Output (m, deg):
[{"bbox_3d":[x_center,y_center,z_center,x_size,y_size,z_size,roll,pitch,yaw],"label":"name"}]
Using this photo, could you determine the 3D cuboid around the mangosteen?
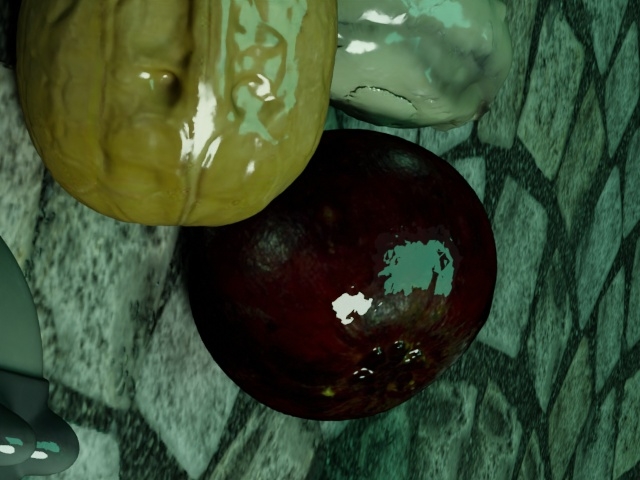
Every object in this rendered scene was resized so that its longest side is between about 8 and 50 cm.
[{"bbox_3d":[0.000,0.000,1.384,0.261,0.235,0.235,63,2,33],"label":"mangosteen"}]

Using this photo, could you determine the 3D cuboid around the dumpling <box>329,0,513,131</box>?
[{"bbox_3d":[0.046,-0.206,1.384,0.318,0.187,0.243,29,62,-52],"label":"dumpling"}]

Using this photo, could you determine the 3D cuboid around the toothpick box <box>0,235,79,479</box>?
[{"bbox_3d":[-0.236,0.049,0.770,0.316,0.229,0.229,30,72,-66],"label":"toothpick box"}]

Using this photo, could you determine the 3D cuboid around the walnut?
[{"bbox_3d":[-0.083,-0.115,1.108,0.193,0.193,0.226,-25,134,-63],"label":"walnut"}]
